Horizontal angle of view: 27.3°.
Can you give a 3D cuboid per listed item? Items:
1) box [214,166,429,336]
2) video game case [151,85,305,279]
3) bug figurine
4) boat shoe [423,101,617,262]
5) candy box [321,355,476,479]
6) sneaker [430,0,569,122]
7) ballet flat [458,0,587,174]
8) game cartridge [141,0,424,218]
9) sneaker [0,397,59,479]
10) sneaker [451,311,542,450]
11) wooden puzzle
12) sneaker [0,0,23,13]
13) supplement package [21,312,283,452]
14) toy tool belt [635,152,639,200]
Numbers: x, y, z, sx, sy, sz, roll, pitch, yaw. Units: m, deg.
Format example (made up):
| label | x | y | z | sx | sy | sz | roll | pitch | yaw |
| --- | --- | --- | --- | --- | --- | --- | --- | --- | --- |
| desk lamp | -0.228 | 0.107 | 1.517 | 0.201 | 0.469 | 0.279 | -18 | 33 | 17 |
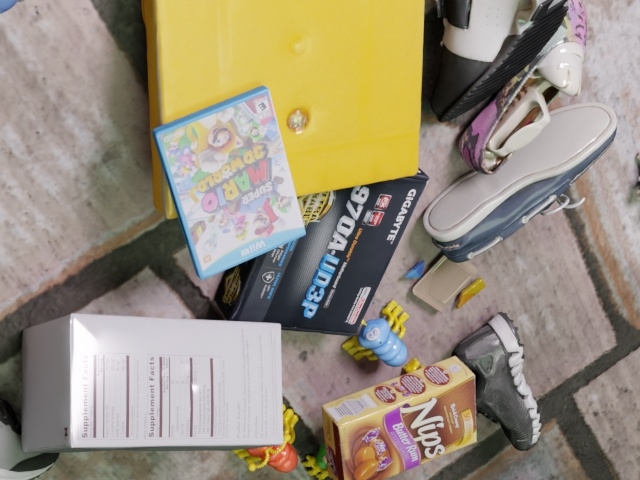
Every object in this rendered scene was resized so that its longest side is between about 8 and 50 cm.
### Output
| label | x | y | z | sx | sy | sz | roll | pitch | yaw |
| --- | --- | --- | --- | --- | --- | --- | --- | --- | --- |
| box | 0.000 | 0.000 | 1.471 | 0.175 | 0.051 | 0.220 | 8 | 118 | -34 |
| video game case | -0.086 | -0.054 | 1.275 | 0.119 | 0.015 | 0.166 | -24 | 123 | -16 |
| bug figurine | 0.036 | 0.213 | 1.638 | 0.279 | 0.072 | 0.216 | -45 | 133 | 6 |
| boat shoe | 0.241 | -0.063 | 1.537 | 0.254 | 0.095 | 0.079 | -38 | 132 | 2 |
| candy box | 0.098 | 0.222 | 1.597 | 0.187 | 0.053 | 0.109 | -19 | 125 | -20 |
| sneaker | 0.178 | -0.262 | 1.352 | 0.122 | 0.146 | 0.330 | -33 | 163 | -40 |
| ballet flat | 0.240 | -0.163 | 1.472 | 0.077 | 0.079 | 0.221 | 24 | 108 | -39 |
| game cartridge | -0.032 | -0.196 | 1.278 | 0.285 | 0.053 | 0.323 | -11 | 116 | -23 |
| sneaker | -0.367 | 0.171 | 1.353 | 0.108 | 0.100 | 0.271 | -51 | 132 | 5 |
| sneaker | 0.225 | 0.202 | 1.742 | 0.106 | 0.078 | 0.234 | -25 | 129 | -8 |
| wooden puzzle | 0.153 | 0.049 | 1.626 | 0.078 | 0.014 | 0.116 | -46 | 134 | 1 |
| sneaker | -0.312 | -0.258 | 1.074 | 0.081 | 0.080 | 0.211 | -40 | 132 | -2 |
| supplement package | -0.177 | 0.154 | 1.391 | 0.244 | 0.139 | 0.134 | 5 | 77 | -34 |
| toy tool belt | 0.420 | -0.075 | 1.673 | 0.051 | 0.052 | 0.083 | 7 | 121 | 2 |
